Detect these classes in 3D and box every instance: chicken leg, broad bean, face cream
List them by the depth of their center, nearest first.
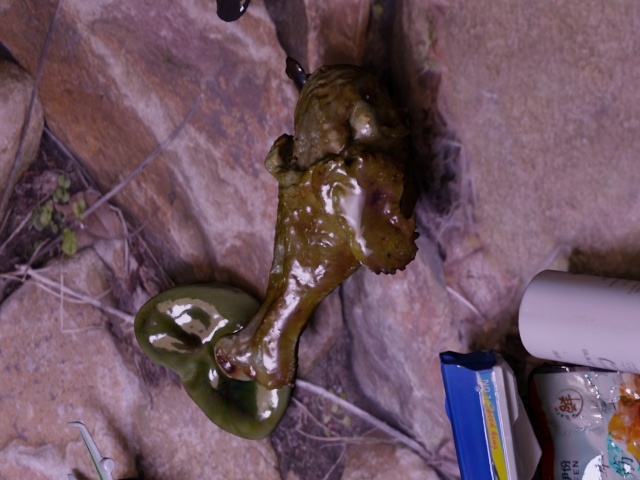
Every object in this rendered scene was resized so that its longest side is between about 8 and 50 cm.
[{"bbox_3d":[0.337,0.086,1.623,0.311,0.092,0.092,6,100,40],"label":"face cream"},{"bbox_3d":[0.015,-0.003,1.817,0.211,0.140,0.361,26,110,50],"label":"chicken leg"},{"bbox_3d":[-0.113,0.128,1.970,0.206,0.072,0.153,38,118,11],"label":"broad bean"}]

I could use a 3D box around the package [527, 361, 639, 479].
[{"bbox_3d":[0.308,0.199,1.709,0.232,0.040,0.166,-6,91,37],"label":"package"}]

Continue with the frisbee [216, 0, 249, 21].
[{"bbox_3d":[-0.156,-0.345,1.959,0.187,0.012,0.211,-5,95,35],"label":"frisbee"}]

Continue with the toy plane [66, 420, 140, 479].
[{"bbox_3d":[-0.236,0.334,2.033,0.255,0.101,0.251,-8,91,61],"label":"toy plane"}]

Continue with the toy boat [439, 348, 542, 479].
[{"bbox_3d":[0.185,0.257,1.755,0.088,0.129,0.295,-10,94,1],"label":"toy boat"}]
